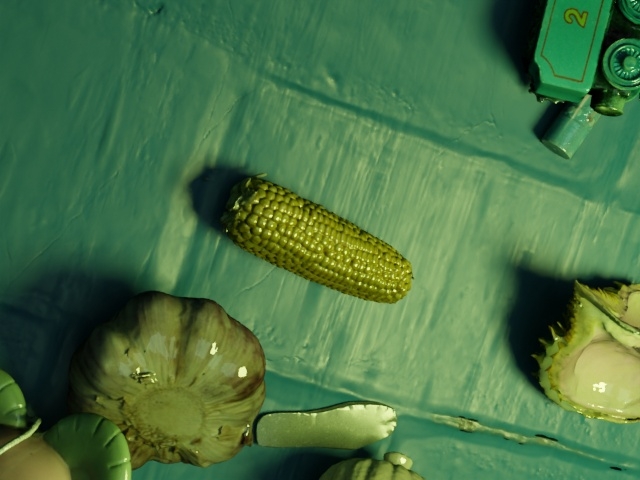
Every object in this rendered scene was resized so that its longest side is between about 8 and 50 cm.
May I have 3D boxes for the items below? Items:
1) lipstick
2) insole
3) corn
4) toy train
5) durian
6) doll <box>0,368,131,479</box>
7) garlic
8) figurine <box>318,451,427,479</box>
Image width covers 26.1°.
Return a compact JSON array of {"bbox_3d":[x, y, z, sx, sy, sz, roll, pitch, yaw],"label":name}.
[{"bbox_3d":[0.351,-0.182,1.798,0.048,0.048,0.158,36,87,-20],"label":"lipstick"},{"bbox_3d":[0.009,0.241,1.775,0.192,0.010,0.063,-1,98,-17],"label":"insole"},{"bbox_3d":[-0.002,0.005,1.692,0.260,0.091,0.091,25,105,-21],"label":"corn"},{"bbox_3d":[0.345,-0.263,1.726,0.163,0.112,0.203,14,85,4],"label":"toy train"},{"bbox_3d":[0.392,0.161,1.822,0.305,0.185,0.196,20,119,-27],"label":"durian"},{"bbox_3d":[-0.363,0.292,1.550,0.284,0.216,0.268,20,89,18],"label":"doll"},{"bbox_3d":[-0.182,0.162,1.628,0.244,0.160,0.245,-4,120,-8],"label":"garlic"},{"bbox_3d":[0.031,0.425,1.716,0.185,0.204,0.332,29,95,-23],"label":"figurine"}]
